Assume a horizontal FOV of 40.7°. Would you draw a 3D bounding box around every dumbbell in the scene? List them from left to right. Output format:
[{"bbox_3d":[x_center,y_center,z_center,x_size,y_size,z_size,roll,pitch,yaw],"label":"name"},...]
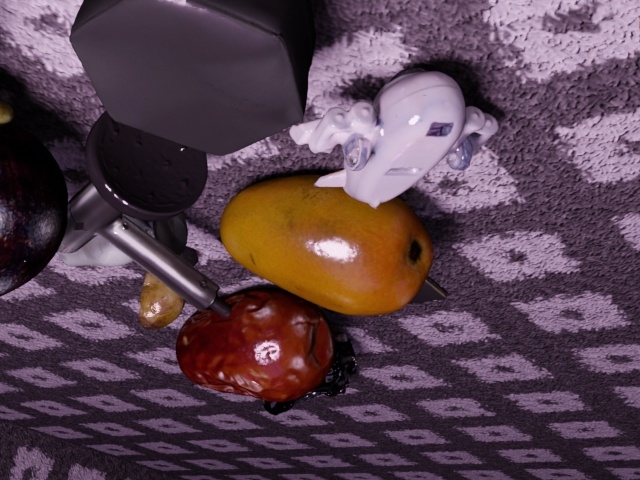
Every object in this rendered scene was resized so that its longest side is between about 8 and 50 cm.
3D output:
[{"bbox_3d":[-0.246,0.038,1.496,0.083,0.040,0.036,-22,111,45],"label":"dumbbell"}]

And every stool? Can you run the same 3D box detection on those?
[{"bbox_3d":[-0.115,-0.201,0.841,0.232,0.141,0.232,7,150,4],"label":"stool"}]

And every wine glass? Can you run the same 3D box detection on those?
[{"bbox_3d":[-0.317,-0.006,1.360,0.202,0.093,0.093,-5,152,25],"label":"wine glass"}]

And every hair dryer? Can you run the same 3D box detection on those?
[{"bbox_3d":[-0.215,-0.028,1.199,0.284,0.155,0.320,20,150,-19],"label":"hair dryer"}]

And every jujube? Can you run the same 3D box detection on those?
[{"bbox_3d":[-0.124,0.196,1.604,0.318,0.223,0.223,-10,150,39],"label":"jujube"}]

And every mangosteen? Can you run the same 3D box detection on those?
[{"bbox_3d":[-0.451,-0.059,1.061,0.288,0.288,0.288,6,154,3],"label":"mangosteen"}]

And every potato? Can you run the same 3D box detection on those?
[{"bbox_3d":[-0.284,0.118,1.596,0.066,0.103,0.096,-3,154,26],"label":"potato"}]

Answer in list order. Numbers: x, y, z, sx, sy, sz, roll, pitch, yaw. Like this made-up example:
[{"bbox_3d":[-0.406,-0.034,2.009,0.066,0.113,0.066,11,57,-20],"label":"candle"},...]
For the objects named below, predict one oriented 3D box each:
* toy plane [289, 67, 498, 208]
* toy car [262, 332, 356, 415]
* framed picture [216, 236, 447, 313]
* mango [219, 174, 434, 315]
[{"bbox_3d":[0.084,-0.120,1.005,0.245,0.117,0.244,-9,158,-4],"label":"toy plane"},{"bbox_3d":[-0.028,0.270,1.826,0.193,0.118,0.301,-9,152,-12],"label":"toy car"},{"bbox_3d":[0.028,0.047,1.472,0.255,0.014,0.339,-11,148,34],"label":"framed picture"},{"bbox_3d":[0.000,0.000,1.211,0.317,0.173,0.211,12,157,17],"label":"mango"}]
